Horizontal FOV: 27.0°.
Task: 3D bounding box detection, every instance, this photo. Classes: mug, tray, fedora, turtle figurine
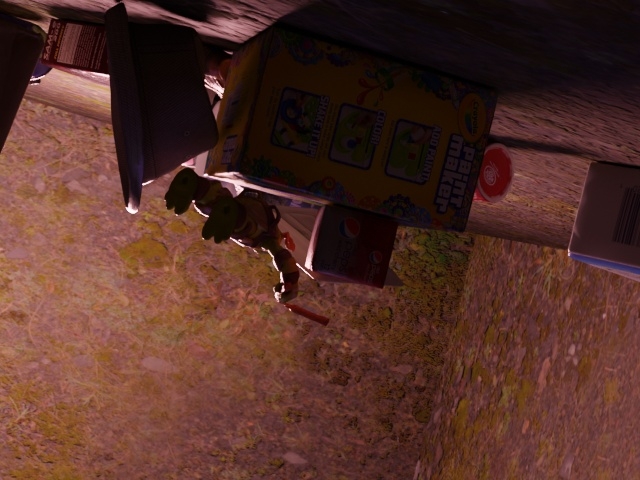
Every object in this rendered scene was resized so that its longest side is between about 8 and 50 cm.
[{"bbox_3d":[0.195,-0.112,2.060,0.150,0.113,0.169,13,177,-43],"label":"mug"},{"bbox_3d":[0.000,0.000,1.923,0.145,0.030,0.270,4,-161,-29],"label":"tray"},{"bbox_3d":[-0.196,-0.171,1.662,0.124,0.244,0.275,-8,144,-10],"label":"fedora"},{"bbox_3d":[-0.088,-0.013,1.662,0.269,0.087,0.217,51,-171,24],"label":"turtle figurine"}]

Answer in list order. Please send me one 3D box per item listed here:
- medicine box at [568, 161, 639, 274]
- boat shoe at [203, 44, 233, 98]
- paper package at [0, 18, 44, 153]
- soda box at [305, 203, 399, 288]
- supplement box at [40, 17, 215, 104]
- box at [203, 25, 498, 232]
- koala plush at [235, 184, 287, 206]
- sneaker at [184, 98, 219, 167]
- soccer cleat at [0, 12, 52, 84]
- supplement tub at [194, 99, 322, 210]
[{"bbox_3d":[0.557,0.003,1.940,0.289,0.149,0.263,17,178,-44],"label":"medicine box"},{"bbox_3d":[-0.107,-0.218,1.839,0.060,0.064,0.178,16,178,38],"label":"boat shoe"},{"bbox_3d":[-0.552,-0.184,1.824,0.168,0.325,0.309,18,-171,-37],"label":"paper package"},{"bbox_3d":[0.035,0.007,1.663,0.092,0.084,0.263,14,180,-2],"label":"soda box"},{"bbox_3d":[-0.271,-0.256,1.907,0.239,0.073,0.130,15,180,39],"label":"supplement box"},{"bbox_3d":[0.027,-0.130,1.644,0.279,0.177,0.290,14,179,-12],"label":"box"},{"bbox_3d":[-0.015,-0.130,2.086,0.221,0.196,0.203,18,170,16],"label":"koala plush"},{"bbox_3d":[-0.241,-0.206,2.491,0.112,0.131,0.319,15,179,7],"label":"sneaker"},{"bbox_3d":[-0.534,-0.329,2.060,0.289,0.093,0.121,19,150,23],"label":"soccer cleat"},{"bbox_3d":[-0.072,-0.133,2.372,0.272,0.191,0.191,15,179,-15],"label":"supplement tub"}]
